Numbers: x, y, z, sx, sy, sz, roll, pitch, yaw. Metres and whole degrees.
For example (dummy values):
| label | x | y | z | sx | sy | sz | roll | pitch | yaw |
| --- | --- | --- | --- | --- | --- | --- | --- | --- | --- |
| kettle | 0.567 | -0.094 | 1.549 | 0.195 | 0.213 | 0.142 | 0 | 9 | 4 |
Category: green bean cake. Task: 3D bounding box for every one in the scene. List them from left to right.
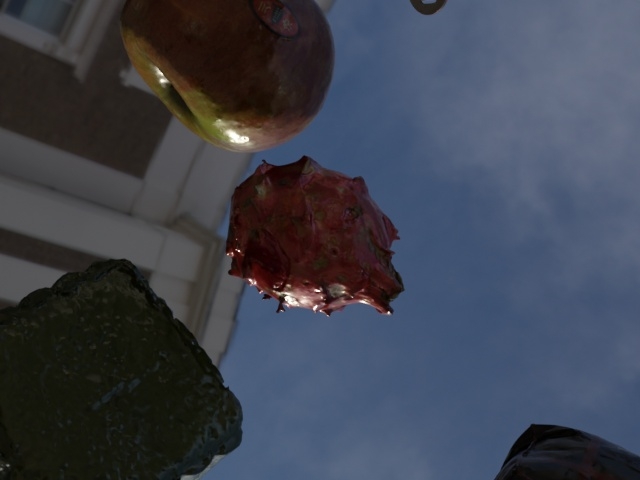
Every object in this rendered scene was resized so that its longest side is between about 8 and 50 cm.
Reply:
| label | x | y | z | sx | sy | sz | roll | pitch | yaw |
| --- | --- | --- | --- | --- | --- | --- | --- | --- | --- |
| green bean cake | -0.304 | 0.229 | 1.550 | 0.335 | 0.319 | 0.218 | 57 | -39 | 8 |

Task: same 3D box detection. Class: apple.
| label | x | y | z | sx | sy | sz | roll | pitch | yaw |
| --- | --- | --- | --- | --- | --- | --- | --- | --- | --- |
| apple | -0.124 | -0.281 | 1.736 | 0.250 | 0.309 | 0.277 | -45 | -145 | -11 |

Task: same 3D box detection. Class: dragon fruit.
| label | x | y | z | sx | sy | sz | roll | pitch | yaw |
| --- | --- | --- | --- | --- | --- | --- | --- | --- | --- |
| dragon fruit | 0.000 | 0.000 | 1.591 | 0.268 | 0.205 | 0.210 | 32 | -126 | 14 |

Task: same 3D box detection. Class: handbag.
| label | x | y | z | sx | sy | sz | roll | pitch | yaw |
| --- | --- | --- | --- | --- | --- | --- | --- | --- | --- |
| handbag | 0.269 | 0.281 | 1.183 | 0.215 | 0.169 | 0.155 | 26 | -71 | 10 |

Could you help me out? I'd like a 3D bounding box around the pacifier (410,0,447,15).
| label | x | y | z | sx | sy | sz | roll | pitch | yaw |
| --- | --- | --- | --- | --- | --- | --- | --- | --- | --- |
| pacifier | 0.108 | -0.305 | 1.369 | 0.081 | 0.078 | 0.099 | 7 | -76 | 50 |
